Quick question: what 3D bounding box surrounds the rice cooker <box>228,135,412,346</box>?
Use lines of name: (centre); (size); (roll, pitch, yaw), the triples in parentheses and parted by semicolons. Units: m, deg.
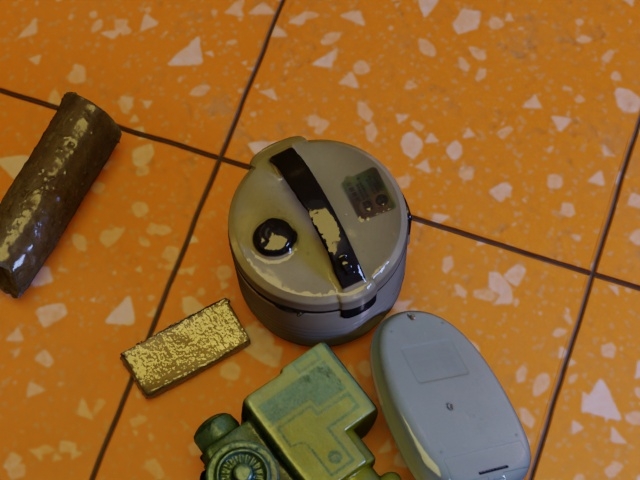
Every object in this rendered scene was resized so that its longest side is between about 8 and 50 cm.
rice cooker: (0.000, 0.000, 1.981); (0.226, 0.244, 0.226); (-2, 70, 4)

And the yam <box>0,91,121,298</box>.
yam: (-0.348, -0.056, 2.088); (0.093, 0.093, 0.259); (25, 71, 10)

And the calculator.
calculator: (0.158, 0.211, 1.956); (0.184, 0.042, 0.295); (-7, 62, -39)

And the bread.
bread: (-0.165, 0.133, 2.044); (0.154, 0.028, 0.068); (-29, 71, -11)

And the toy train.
toy train: (0.019, 0.324, 1.910); (0.237, 0.150, 0.369); (-33, 73, -18)
